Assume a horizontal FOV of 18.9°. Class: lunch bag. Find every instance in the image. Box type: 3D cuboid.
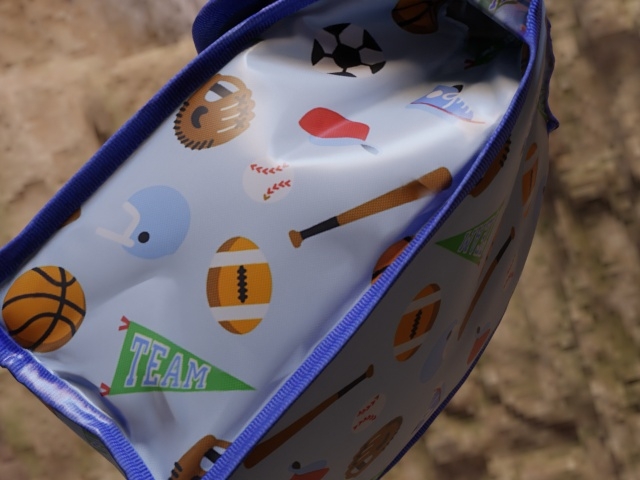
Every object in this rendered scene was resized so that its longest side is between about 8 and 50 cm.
[{"bbox_3d":[0.000,0.000,1.220,0.239,0.385,0.328,42,-6,17],"label":"lunch bag"}]
